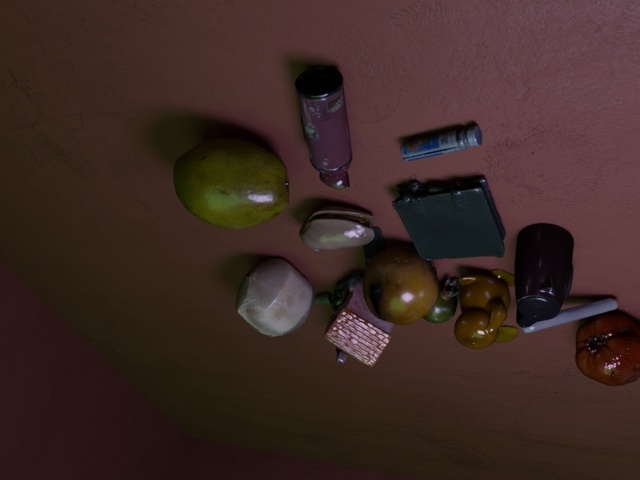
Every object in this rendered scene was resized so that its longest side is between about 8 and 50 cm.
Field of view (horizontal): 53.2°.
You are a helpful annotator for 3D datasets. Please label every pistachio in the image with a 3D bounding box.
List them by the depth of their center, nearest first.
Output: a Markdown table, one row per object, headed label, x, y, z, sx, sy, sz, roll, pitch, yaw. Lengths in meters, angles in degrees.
| label | x | y | z | sx | sy | sz | roll | pitch | yaw |
| --- | --- | --- | --- | --- | --- | --- | --- | --- | --- |
| pistachio | 0.045 | -0.033 | 1.830 | 0.223 | 0.126 | 0.152 | -8 | 142 | 19 |

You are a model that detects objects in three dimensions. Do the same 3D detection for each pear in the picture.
| label | x | y | z | sx | sy | sz | roll | pitch | yaw |
| --- | --- | --- | --- | --- | --- | --- | --- | --- | --- |
| pear | -0.232 | -0.155 | 1.704 | 0.307 | 0.252 | 0.253 | -2 | 141 | 9 |

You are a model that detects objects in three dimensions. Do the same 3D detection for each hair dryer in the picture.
| label | x | y | z | sx | sy | sz | roll | pitch | yaw |
| --- | --- | --- | --- | --- | --- | --- | --- | --- | --- |
| hair dryer | 0.038 | 0.229 | 2.266 | 0.063 | 0.037 | 0.124 | -9 | 142 | 38 |

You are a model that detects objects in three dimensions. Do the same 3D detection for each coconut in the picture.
| label | x | y | z | sx | sy | sz | roll | pitch | yaw |
| --- | --- | --- | --- | --- | --- | --- | --- | --- | --- |
| coconut | -0.166 | 0.186 | 2.138 | 0.245 | 0.245 | 0.247 | -16 | 130 | 41 |

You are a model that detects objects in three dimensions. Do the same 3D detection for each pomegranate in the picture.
| label | x | y | z | sx | sy | sz | roll | pitch | yaw |
| --- | --- | --- | --- | --- | --- | --- | --- | --- | --- |
| pomegranate | 0.358 | 0.178 | 1.955 | 0.129 | 0.129 | 0.159 | 11 | 133 | 13 |

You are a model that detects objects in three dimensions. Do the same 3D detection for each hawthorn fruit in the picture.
| label | x | y | z | sx | sy | sz | roll | pitch | yaw |
| --- | --- | --- | --- | --- | --- | --- | --- | --- | --- |
| hawthorn fruit | 0.867 | 0.328 | 1.840 | 0.243 | 0.207 | 0.207 | 27 | 145 | -22 |

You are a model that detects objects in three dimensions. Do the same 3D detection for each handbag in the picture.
| label | x | y | z | sx | sy | sz | roll | pitch | yaw |
| --- | --- | --- | --- | --- | --- | --- | --- | --- | --- |
| handbag | 0.345 | -0.054 | 1.690 | 0.248 | 0.079 | 0.260 | -5 | 137 | 31 |

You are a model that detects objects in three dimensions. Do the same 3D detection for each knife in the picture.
| label | x | y | z | sx | sy | sz | roll | pitch | yaw |
| --- | --- | --- | --- | --- | --- | --- | --- | --- | --- |
| knife | 0.697 | 0.209 | 1.806 | 0.266 | 0.040 | 0.073 | -16 | 173 | 5 |
| knife | 0.166 | 0.040 | 1.957 | 0.072 | 0.019 | 0.245 | 7 | 141 | 17 |

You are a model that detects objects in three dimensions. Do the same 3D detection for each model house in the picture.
| label | x | y | z | sx | sy | sz | roll | pitch | yaw |
| --- | --- | --- | --- | --- | --- | --- | --- | --- | --- |
| model house | 0.105 | 0.273 | 2.084 | 0.202 | 0.237 | 0.237 | 34 | 151 | -11 |

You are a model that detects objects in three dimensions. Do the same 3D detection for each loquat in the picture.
| label | x | y | z | sx | sy | sz | roll | pitch | yaw |
| --- | --- | --- | --- | --- | --- | --- | --- | --- | --- |
| loquat | 0.233 | 0.130 | 1.863 | 0.235 | 0.235 | 0.235 | 14 | 144 | 10 |

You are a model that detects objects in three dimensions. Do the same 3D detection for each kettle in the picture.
| label | x | y | z | sx | sy | sz | roll | pitch | yaw |
| --- | --- | --- | --- | --- | --- | --- | --- | --- | --- |
| kettle | 0.557 | 0.100 | 1.653 | 0.144 | 0.232 | 0.202 | 22 | 145 | -1 |

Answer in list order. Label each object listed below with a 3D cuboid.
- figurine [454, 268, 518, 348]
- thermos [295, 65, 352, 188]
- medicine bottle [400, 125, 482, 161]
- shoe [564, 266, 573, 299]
| label | x | y | z | sx | sy | sz | roll | pitch | yaw |
| --- | --- | --- | --- | --- | --- | --- | --- | --- | --- |
| figurine | 0.467 | 0.202 | 1.838 | 0.215 | 0.228 | 0.215 | -4 | 155 | -2 |
| thermos | 0.005 | -0.258 | 1.562 | 0.136 | 0.109 | 0.330 | 9 | 143 | 16 |
| medicine bottle | 0.284 | -0.228 | 1.513 | 0.191 | 0.051 | 0.051 | -8 | 136 | 34 |
| shoe | 0.609 | 0.137 | 1.787 | 0.093 | 0.108 | 0.241 | 19 | 148 | -4 |
